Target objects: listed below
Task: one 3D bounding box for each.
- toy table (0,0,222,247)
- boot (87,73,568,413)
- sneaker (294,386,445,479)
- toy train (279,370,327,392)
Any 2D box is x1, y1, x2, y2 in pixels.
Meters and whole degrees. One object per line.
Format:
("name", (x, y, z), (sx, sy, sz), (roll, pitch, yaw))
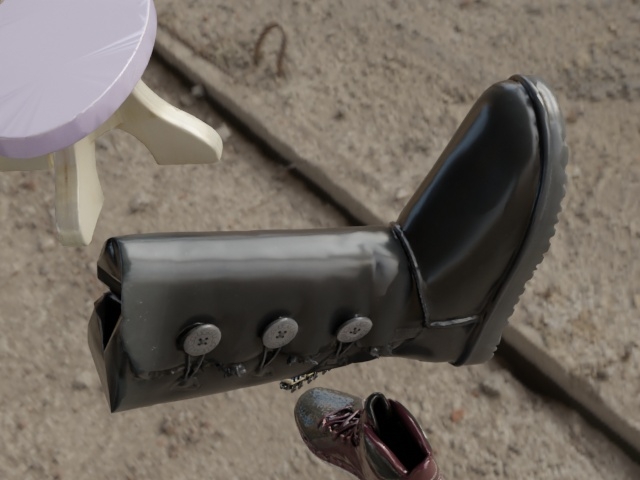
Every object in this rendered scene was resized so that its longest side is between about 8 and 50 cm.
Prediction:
("toy table", (-0.235, -0.140, 1.093), (0.252, 0.161, 0.274), (8, 50, 18))
("boot", (0.000, 0.002, 1.112), (0.445, 0.367, 0.146), (-1, 34, -19))
("sneaker", (0.057, 0.223, 1.338), (0.106, 0.162, 0.281), (-37, 43, -22))
("toy train", (-0.019, 0.193, 1.640), (0.027, 0.036, 0.158), (18, 16, 22))
